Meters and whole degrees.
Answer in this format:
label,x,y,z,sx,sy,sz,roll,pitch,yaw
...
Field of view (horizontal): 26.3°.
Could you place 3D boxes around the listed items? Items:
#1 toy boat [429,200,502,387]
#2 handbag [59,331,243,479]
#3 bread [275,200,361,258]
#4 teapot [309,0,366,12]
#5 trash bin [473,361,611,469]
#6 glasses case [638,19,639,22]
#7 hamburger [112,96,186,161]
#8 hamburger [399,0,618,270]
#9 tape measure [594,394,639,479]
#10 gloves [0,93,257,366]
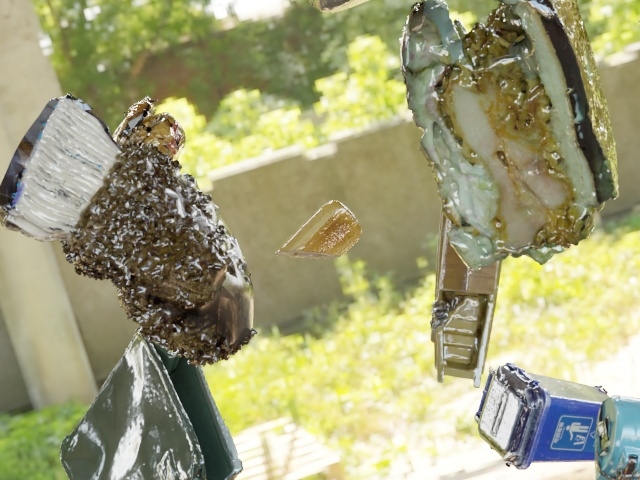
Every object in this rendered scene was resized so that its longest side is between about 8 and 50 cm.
label,x,y,z,sx,sy,sz,roll,pitch,yaw
toy boat,0.261,0.024,2.325,0.135,0.446,0.162,6,-1,4
handbag,-0.218,0.276,1.718,0.079,0.260,0.247,13,-56,-36
bread,-0.001,0.001,1.690,0.103,0.062,0.049,-45,13,-13
teapot,0.008,-0.494,2.062,0.305,0.285,0.223,-22,5,10
trash bin,0.415,0.319,2.475,0.234,0.163,0.184,8,16,-25
glasses case,0.523,-0.342,1.820,0.193,0.103,0.070,-1,-3,23
hamburger,-0.264,-0.091,1.876,0.231,0.106,0.231,-54,6,9
hamburger,0.179,-0.116,1.268,0.167,0.288,0.192,-14,18,17
tape measure,0.462,0.301,2.078,0.081,0.146,0.125,8,-24,-2
gloves,-0.179,-0.003,1.391,0.135,0.312,0.210,-48,19,20
